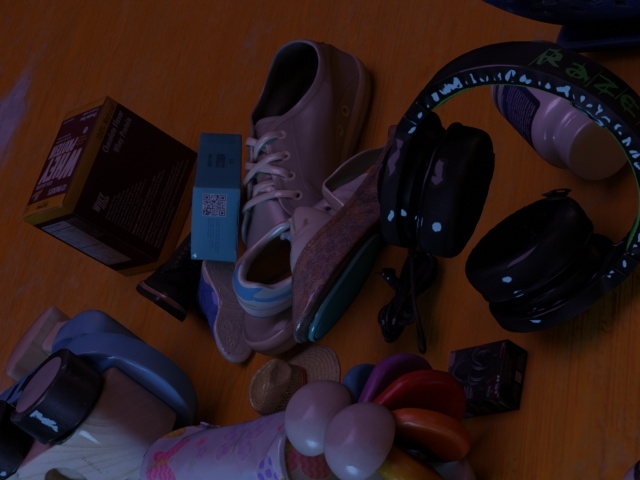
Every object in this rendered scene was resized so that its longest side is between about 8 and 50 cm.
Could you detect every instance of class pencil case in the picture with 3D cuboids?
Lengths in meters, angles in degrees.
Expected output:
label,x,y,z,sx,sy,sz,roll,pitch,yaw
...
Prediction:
label,x,y,z,sx,sy,sz,roll,pitch,yaw
pencil case,-0.078,0.246,1.374,0.273,0.113,0.124,-18,25,48

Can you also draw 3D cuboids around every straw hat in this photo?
label,x,y,z,sx,sy,sz,roll,pitch,yaw
straw hat,-0.047,0.172,1.445,0.144,0.061,0.144,-36,37,33

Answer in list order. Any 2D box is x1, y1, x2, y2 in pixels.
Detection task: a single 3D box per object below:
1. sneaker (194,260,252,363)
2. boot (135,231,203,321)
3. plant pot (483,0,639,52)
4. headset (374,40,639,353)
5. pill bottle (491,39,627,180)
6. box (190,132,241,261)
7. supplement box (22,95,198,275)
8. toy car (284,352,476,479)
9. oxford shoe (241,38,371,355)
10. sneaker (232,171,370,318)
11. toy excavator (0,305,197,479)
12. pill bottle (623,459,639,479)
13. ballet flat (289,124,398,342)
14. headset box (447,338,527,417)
label,x,y,z,sx,sy,sz,roll,pitch,yaw
sneaker,-0.123,0.097,1.632,0.084,0.058,0.152,112,143,-61
boot,-0.180,0.030,1.715,0.137,0.077,0.198,-52,14,0
plant pot,0.296,-0.319,1.250,0.236,0.212,0.235,4,65,56
headset,0.163,-0.029,1.195,0.394,0.243,0.185,-53,1,43
pill bottle,0.243,-0.128,1.267,0.094,0.094,0.169,-49,32,14
box,-0.137,-0.062,1.682,0.244,0.060,0.100,-98,12,-69
supplement box,-0.309,-0.079,1.912,0.129,0.194,0.191,-12,54,50
toy car,0.069,0.172,1.184,0.136,0.159,0.182,-60,30,-7
oxford shoe,-0.043,-0.068,1.592,0.169,0.130,0.449,-17,52,42
sneaker,0.000,0.000,1.445,0.229,0.087,0.092,-40,-16,-11
toy excavator,-0.319,0.200,1.712,0.433,0.222,0.445,-35,24,33
pill bottle,0.325,0.151,0.878,0.208,0.119,0.119,-44,33,22
ballet flat,0.032,-0.016,1.373,0.316,0.106,0.107,-48,-20,-35
headset box,0.154,0.135,1.220,0.083,0.032,0.062,-17,50,46
